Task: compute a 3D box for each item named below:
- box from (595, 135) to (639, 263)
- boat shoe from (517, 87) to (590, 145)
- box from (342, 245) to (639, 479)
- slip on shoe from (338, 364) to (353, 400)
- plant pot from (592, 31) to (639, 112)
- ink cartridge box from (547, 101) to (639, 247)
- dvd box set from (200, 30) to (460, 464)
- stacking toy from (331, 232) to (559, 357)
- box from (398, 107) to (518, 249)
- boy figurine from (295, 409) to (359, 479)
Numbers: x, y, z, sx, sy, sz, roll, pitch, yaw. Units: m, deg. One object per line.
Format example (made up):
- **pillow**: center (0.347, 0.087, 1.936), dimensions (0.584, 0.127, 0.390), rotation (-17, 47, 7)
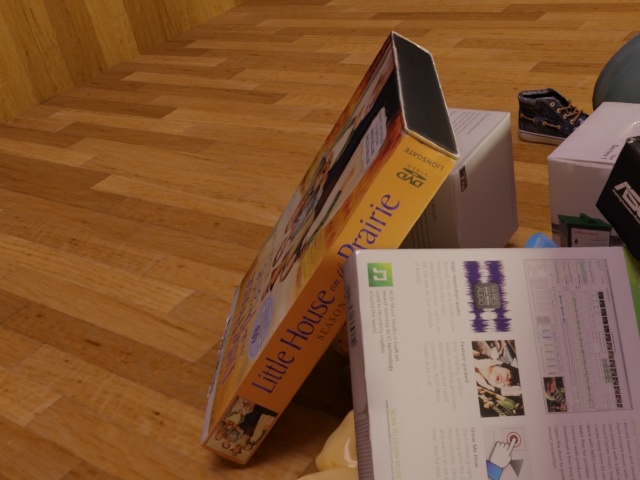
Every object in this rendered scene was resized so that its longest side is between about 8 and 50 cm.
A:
- **box**: center (0.464, 0.052, 0.645), dimensions (0.318, 0.097, 0.395), rotation (-8, 47, -16)
- **boat shoe**: center (0.413, -0.205, 1.355), dimensions (0.183, 0.083, 0.065), rotation (12, 38, 36)
- **box**: center (0.187, 0.122, 0.699), dimensions (0.322, 0.058, 0.232), rotation (0, 72, -9)
- **slip on shoe**: center (0.057, 0.182, 0.879), dimensions (0.041, 0.051, 0.135), rotation (-27, 40, -26)
- **plant pot**: center (0.516, -0.131, 1.033), dimensions (0.293, 0.293, 0.196), rotation (-7, 57, 11)
- **ink cartridge box**: center (0.346, -0.033, 0.952), dimensions (0.092, 0.219, 0.160), rotation (14, 39, 38)
- **dvd box set**: center (0.000, 0.000, 0.900), dimensions (0.062, 0.420, 0.308), rotation (26, 28, -12)
- **stacking toy**: center (0.127, 0.108, 0.896), dimensions (0.301, 0.175, 0.166), rotation (-5, 35, 38)
- **box**: center (0.166, -0.054, 1.053), dimensions (0.119, 0.181, 0.182), rotation (11, 37, 33)
- **boy figurine**: center (0.024, 0.263, 0.707), dimensions (0.177, 0.092, 0.285), rotation (-5, 29, 1)
